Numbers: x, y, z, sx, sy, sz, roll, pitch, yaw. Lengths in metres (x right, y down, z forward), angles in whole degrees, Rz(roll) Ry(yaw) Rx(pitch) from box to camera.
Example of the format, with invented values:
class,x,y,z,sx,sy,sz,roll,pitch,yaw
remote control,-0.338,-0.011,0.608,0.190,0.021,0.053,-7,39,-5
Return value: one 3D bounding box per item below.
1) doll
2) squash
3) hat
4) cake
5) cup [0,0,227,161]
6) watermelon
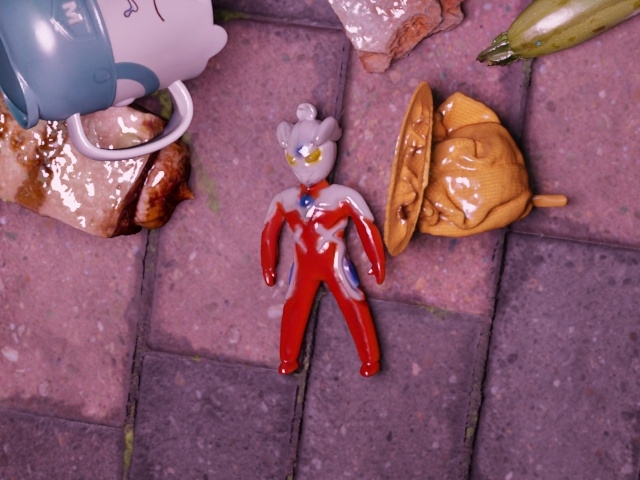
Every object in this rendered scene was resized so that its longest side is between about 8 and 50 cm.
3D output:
class,x,y,z,sx,sy,sz,roll,pitch,yaw
doll,0.000,0.000,1.559,0.188,0.099,0.384,-3,96,20
squash,0.364,-0.319,1.494,0.340,0.094,0.095,-23,92,9
hat,0.224,-0.072,1.488,0.233,0.244,0.234,11,104,-8
cake,-0.315,-0.109,1.541,0.292,0.199,0.196,24,95,3
cup,-0.267,-0.241,1.371,0.257,0.219,0.290,-25,99,-24
watermelon,0.103,-0.405,1.484,0.264,0.151,0.302,-25,92,9
